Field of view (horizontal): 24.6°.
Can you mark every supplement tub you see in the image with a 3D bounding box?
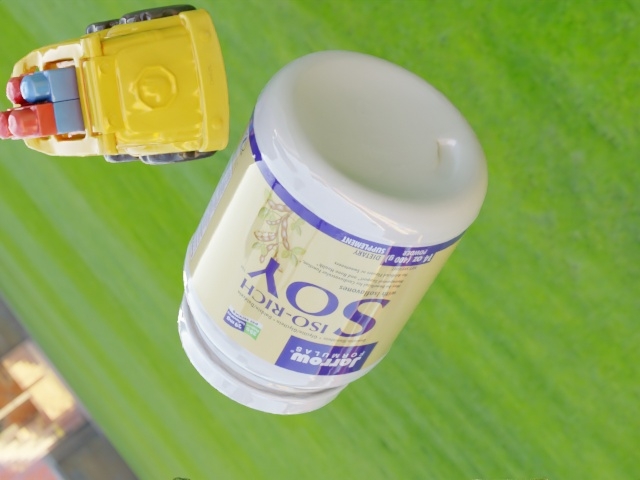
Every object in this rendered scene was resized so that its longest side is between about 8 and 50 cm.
[{"bbox_3d":[0.000,0.000,1.493,0.241,0.241,0.331,48,135,20],"label":"supplement tub"}]

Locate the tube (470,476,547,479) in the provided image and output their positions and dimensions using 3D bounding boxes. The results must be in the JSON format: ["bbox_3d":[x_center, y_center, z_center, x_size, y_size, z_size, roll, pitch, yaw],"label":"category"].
[{"bbox_3d":[0.160,0.250,1.340,0.240,0.070,0.062,29,-125,-71],"label":"tube"}]

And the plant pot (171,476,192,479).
[{"bbox_3d":[-0.148,0.301,1.590,0.083,0.079,0.083,17,180,0],"label":"plant pot"}]

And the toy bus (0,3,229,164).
[{"bbox_3d":[-0.223,-0.136,1.410,0.220,0.211,0.149,3,105,55],"label":"toy bus"}]
